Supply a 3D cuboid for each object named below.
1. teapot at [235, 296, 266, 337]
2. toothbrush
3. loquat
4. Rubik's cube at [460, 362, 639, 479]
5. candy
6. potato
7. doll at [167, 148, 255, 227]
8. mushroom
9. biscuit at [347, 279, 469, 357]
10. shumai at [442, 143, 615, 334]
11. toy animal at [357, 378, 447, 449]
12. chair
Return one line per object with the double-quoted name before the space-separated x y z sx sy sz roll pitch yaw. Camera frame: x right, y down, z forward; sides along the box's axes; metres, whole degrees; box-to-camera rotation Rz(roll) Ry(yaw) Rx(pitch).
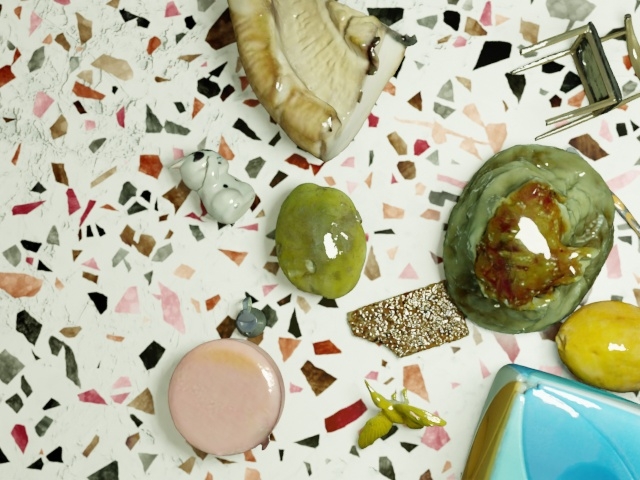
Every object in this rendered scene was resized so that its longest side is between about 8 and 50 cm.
"teapot" -0.152 0.164 1.718 0.066 0.057 0.088 -7 86 5
"toothbrush" 0.617 -0.070 1.665 0.023 0.031 0.321 -40 83 3
"loquat" 0.576 0.205 1.575 0.234 0.187 0.176 9 117 -1
"Rubik's cube" 0.457 0.440 1.486 0.351 0.347 0.352 16 87 7
"candy" -0.191 0.331 1.691 0.255 0.094 0.255 0 86 6
"potato" 0.002 -0.001 1.671 0.197 0.148 0.229 14 85 -7
"doll" -0.224 -0.120 1.722 0.181 0.110 0.107 52 131 5
"mushroom" -0.055 -0.391 1.693 0.397 0.224 0.314 33 104 14
"biscuit" 0.183 0.176 1.697 0.236 0.026 0.131 -19 83 4
"shumai" 0.403 -0.002 1.536 0.324 0.323 0.398 29 94 8
"toy animal" 0.144 0.342 1.658 0.219 0.095 0.155 -36 82 34
"chair" 0.546 -0.337 1.624 0.272 0.166 0.188 -20 84 5
